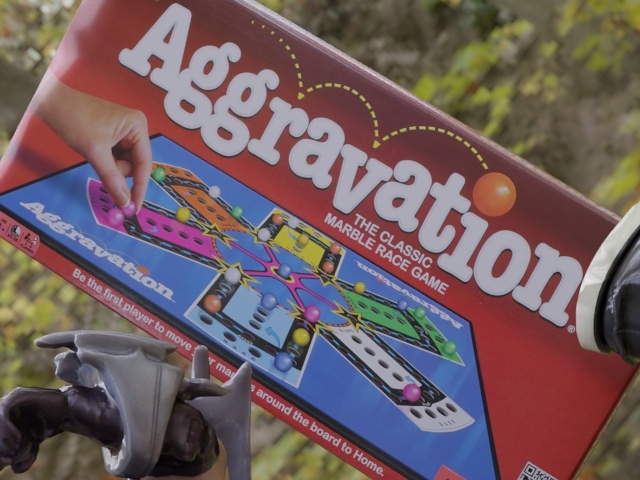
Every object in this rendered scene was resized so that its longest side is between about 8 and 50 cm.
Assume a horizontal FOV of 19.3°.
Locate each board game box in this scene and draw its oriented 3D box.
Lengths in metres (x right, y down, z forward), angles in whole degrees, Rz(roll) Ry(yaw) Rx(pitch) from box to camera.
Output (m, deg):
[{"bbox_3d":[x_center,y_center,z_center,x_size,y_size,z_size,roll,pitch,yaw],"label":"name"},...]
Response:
[{"bbox_3d":[0.000,0.000,0.784,0.145,0.281,0.027,-61,-14,10],"label":"board game box"}]

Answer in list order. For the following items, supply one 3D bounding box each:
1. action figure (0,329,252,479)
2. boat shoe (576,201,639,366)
[{"bbox_3d":[-0.059,0.121,0.536,0.099,0.185,0.285,-6,5,-2],"label":"action figure"},{"bbox_3d":[0.125,-0.013,0.582,0.133,0.042,0.049,-55,-37,-31],"label":"boat shoe"}]
